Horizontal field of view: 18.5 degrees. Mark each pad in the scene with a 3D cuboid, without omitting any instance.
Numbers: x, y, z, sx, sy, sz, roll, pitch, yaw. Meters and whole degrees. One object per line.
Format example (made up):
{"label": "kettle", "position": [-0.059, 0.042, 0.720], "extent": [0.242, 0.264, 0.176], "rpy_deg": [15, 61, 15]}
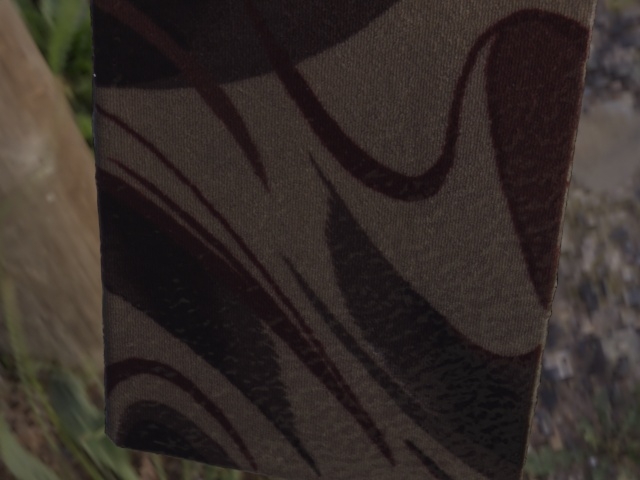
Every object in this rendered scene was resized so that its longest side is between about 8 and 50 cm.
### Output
{"label": "pad", "position": [0.000, 0.000, 0.902], "extent": [0.220, 0.330, 0.004], "rpy_deg": [10, 40, 9]}
